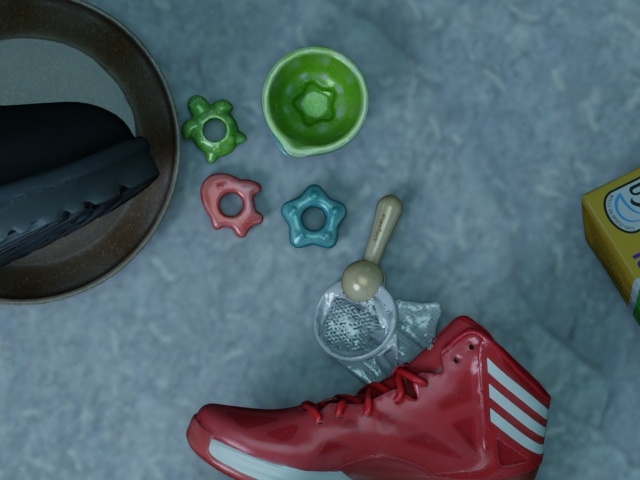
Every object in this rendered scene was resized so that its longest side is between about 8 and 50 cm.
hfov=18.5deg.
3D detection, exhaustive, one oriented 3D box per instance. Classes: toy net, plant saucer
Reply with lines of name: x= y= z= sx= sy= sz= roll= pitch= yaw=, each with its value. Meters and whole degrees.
toy net: x=0.000 y=0.000 z=1.237 sx=0.122 sy=0.045 sz=0.232 roll=-21 pitch=88 yaw=-4
plant saucer: x=-0.187 y=-0.058 z=1.239 sx=0.198 sy=0.036 sz=0.199 roll=0 pitch=86 yaw=-3

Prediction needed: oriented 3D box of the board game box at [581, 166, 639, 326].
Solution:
board game box: x=0.354 y=0.006 z=1.190 sx=0.316 sy=0.064 sz=0.242 roll=-27 pitch=60 yaw=-4

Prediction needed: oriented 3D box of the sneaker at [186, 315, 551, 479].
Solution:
sneaker: x=0.036 y=0.095 z=1.204 sx=0.221 sy=0.087 sz=0.128 roll=12 pitch=100 yaw=-14

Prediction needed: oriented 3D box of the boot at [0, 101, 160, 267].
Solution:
boot: x=-0.336 y=-0.167 z=1.126 sx=0.367 sy=0.146 sz=0.445 roll=-22 pitch=87 yaw=-19
